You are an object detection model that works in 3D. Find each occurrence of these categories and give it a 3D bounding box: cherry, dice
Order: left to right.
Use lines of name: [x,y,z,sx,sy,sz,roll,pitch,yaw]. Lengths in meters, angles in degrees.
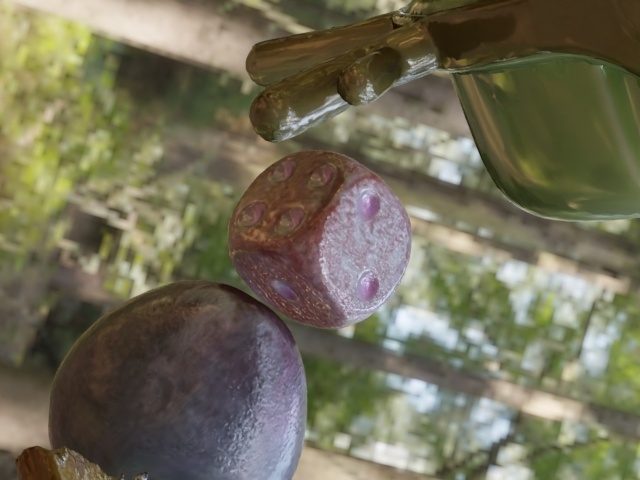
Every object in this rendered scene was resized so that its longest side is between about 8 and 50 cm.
cherry: [-0.092,0.107,1.267,0.140,0.176,0.176,-94,-158,-85]
dice: [0.000,0.000,1.318,0.093,0.094,0.091,9,-123,44]

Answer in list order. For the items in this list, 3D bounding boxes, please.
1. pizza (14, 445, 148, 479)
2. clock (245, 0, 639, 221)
pizza: [-0.092,0.182,0.936,0.193,0.053,0.201,-36,103,-82]
clock: [0.128,-0.079,0.556,0.235,0.308,0.096,-99,171,-80]
